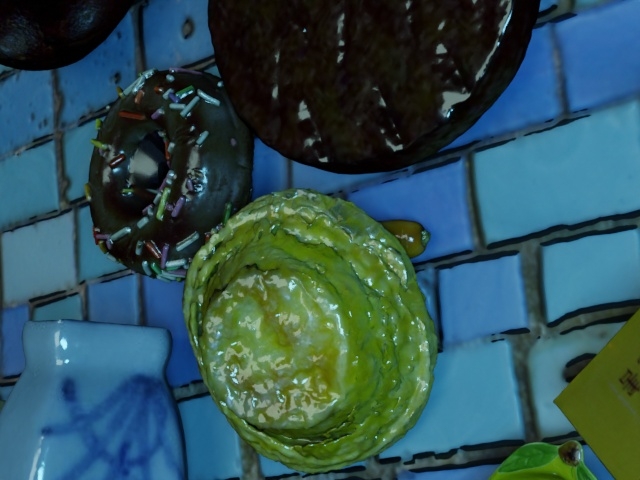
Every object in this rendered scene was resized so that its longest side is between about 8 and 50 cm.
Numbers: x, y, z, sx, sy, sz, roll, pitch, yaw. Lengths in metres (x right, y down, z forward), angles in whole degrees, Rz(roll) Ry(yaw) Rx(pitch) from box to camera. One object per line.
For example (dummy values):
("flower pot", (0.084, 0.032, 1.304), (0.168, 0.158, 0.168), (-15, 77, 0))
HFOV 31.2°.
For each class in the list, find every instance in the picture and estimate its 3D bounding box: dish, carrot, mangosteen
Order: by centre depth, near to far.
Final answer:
("dish", (0.203, 0.268, 1.007), (0.148, 0.080, 0.208), (33, 106, 41))
("carrot", (0.000, 0.000, 1.210), (0.247, 0.043, 0.043), (0, 84, 28))
("mangosteen", (-0.370, -0.363, 1.434), (0.297, 0.293, 0.297), (-39, 39, 41))

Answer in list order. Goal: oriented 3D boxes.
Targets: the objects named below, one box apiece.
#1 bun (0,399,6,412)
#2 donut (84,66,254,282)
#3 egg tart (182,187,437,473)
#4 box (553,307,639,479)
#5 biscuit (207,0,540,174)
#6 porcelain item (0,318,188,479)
("bun", (-0.388, 0.305, 1.464), (0.210, 0.116, 0.237), (-31, 88, 27))
("donut", (-0.184, -0.080, 1.351), (0.269, 0.103, 0.270), (-12, 73, 43))
("egg tart", (-0.026, 0.099, 1.144), (0.293, 0.123, 0.294), (5, 103, 21))
("box", (0.394, 0.187, 0.829), (0.264, 0.115, 0.415), (-52, 53, 21))
("biscuit", (0.052, -0.267, 1.203), (0.407, 0.091, 0.408), (-4, 83, 37))
("porcelain item", (-0.261, 0.296, 1.282), (0.178, 0.242, 0.405), (-12, 73, 64))
